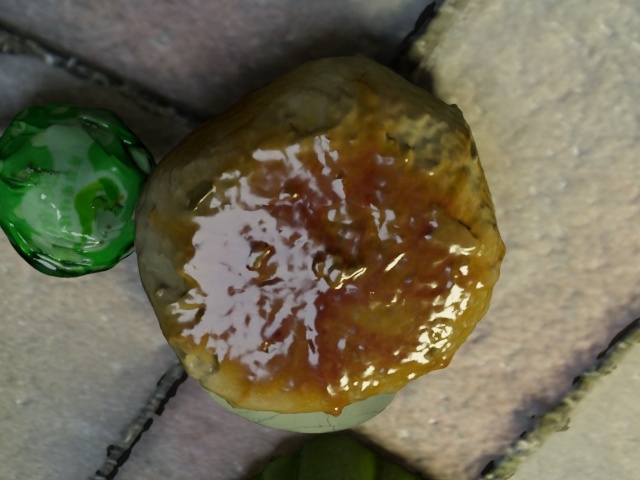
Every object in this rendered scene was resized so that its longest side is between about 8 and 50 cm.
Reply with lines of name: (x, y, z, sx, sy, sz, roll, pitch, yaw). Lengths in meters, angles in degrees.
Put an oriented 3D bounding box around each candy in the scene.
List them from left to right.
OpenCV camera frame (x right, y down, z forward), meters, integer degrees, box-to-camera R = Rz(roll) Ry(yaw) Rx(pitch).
candy: (-0.244, -0.056, 0.920, 0.324, 0.097, 0.097, 14, 134, 9)

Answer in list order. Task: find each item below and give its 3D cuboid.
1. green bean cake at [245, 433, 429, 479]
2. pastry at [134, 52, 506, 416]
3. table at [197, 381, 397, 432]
green bean cake: (0.024, 0.243, 1.112, 0.214, 0.113, 0.200, 31, 132, -16)
pastry: (0.000, 0.000, 0.865, 0.192, 0.093, 0.182, -23, 115, 3)
table: (-0.014, 0.059, 0.994, 0.133, 0.043, 0.133, 6, 134, 6)
